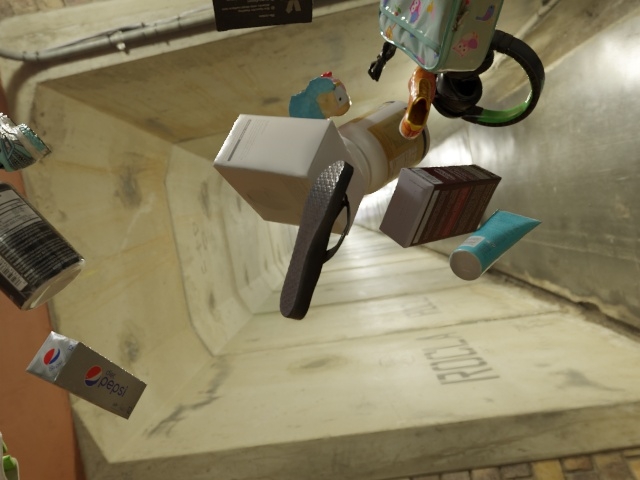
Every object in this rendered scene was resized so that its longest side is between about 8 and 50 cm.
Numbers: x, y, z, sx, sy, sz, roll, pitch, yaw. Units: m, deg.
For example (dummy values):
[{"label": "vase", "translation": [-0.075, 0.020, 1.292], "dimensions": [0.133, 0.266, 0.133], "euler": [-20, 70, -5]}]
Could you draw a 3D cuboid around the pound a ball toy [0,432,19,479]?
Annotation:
[{"label": "pound a ball toy", "translation": [-0.748, 0.460, 0.897], "dimensions": [0.136, 0.319, 0.208], "euler": [52, 146, 42]}]

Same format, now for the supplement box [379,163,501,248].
[{"label": "supplement box", "translation": [0.232, -0.071, 0.951], "dimensions": [0.073, 0.239, 0.130], "euler": [41, 126, 36]}]

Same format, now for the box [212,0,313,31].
[{"label": "box", "translation": [-0.093, -0.414, 0.752], "dimensions": [0.158, 0.156, 0.093], "euler": [96, 164, -62]}]

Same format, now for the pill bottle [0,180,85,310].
[{"label": "pill bottle", "translation": [-0.533, -0.010, 0.843], "dimensions": [0.246, 0.130, 0.130], "euler": [48, -170, -5]}]

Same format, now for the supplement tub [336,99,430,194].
[{"label": "supplement tub", "translation": [0.162, -0.278, 1.544], "dimensions": [0.228, 0.316, 0.228], "euler": [34, 142, 32]}]

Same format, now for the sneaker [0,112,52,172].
[{"label": "sneaker", "translation": [-0.795, -0.238, 1.243], "dimensions": [0.122, 0.283, 0.110], "euler": [-47, -46, -26]}]

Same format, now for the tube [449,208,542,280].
[{"label": "tube", "translation": [0.280, -0.004, 0.805], "dimensions": [0.207, 0.080, 0.052], "euler": [-31, -44, -40]}]

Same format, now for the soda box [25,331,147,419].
[{"label": "soda box", "translation": [-0.528, 0.319, 1.156], "dimensions": [0.286, 0.091, 0.098], "euler": [66, -139, -54]}]

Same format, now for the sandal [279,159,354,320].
[{"label": "sandal", "translation": [0.000, 0.000, 0.771], "dimensions": [0.254, 0.054, 0.097], "euler": [-71, 23, 10]}]

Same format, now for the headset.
[{"label": "headset", "translation": [0.320, -0.387, 1.193], "dimensions": [0.185, 0.394, 0.243], "euler": [-57, -16, -25]}]

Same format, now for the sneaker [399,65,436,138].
[{"label": "sneaker", "translation": [0.210, -0.292, 1.025], "dimensions": [0.067, 0.064, 0.175], "euler": [132, 151, -72]}]

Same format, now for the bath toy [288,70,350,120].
[{"label": "bath toy", "translation": [0.013, -0.393, 1.367], "dimensions": [0.348, 0.151, 0.129], "euler": [-70, -11, -69]}]

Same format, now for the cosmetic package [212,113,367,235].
[{"label": "cosmetic package", "translation": [-0.052, -0.134, 1.029], "dimensions": [0.138, 0.224, 0.224], "euler": [-66, -32, -18]}]

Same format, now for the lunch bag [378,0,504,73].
[{"label": "lunch bag", "translation": [0.202, -0.426, 0.879], "dimensions": [0.279, 0.108, 0.224], "euler": [-116, 30, -46]}]
